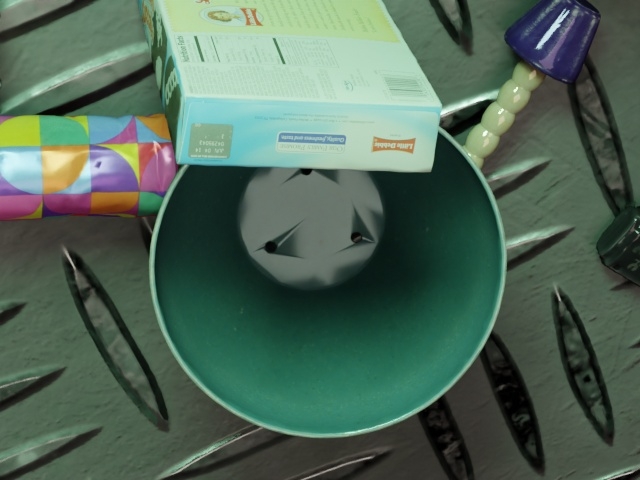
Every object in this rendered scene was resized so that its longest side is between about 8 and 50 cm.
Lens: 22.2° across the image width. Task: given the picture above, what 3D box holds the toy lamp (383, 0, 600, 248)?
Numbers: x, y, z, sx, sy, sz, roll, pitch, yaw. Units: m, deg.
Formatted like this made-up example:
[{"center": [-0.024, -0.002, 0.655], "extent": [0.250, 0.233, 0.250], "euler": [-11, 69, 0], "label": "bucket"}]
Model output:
[{"center": [0.157, -0.106, 1.484], "extent": [0.080, 0.080, 0.275], "euler": [24, 110, -24], "label": "toy lamp"}]

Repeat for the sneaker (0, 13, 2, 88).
[{"center": [-0.340, -0.216, 1.300], "extent": [0.153, 0.101, 0.268], "euler": [-13, 127, -6], "label": "sneaker"}]

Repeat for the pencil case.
[{"center": [-0.237, -0.063, 1.411], "extent": [0.236, 0.104, 0.104], "euler": [0, 119, -10], "label": "pencil case"}]

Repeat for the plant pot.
[{"center": [0.000, 0.000, 1.409], "extent": [0.290, 0.195, 0.290], "euler": [-1, 104, -4], "label": "plant pot"}]

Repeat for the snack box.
[{"center": [-0.036, -0.153, 1.270], "extent": [0.187, 0.322, 0.060], "euler": [1, 120, -13], "label": "snack box"}]

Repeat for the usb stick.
[{"center": [0.397, 0.050, 1.646], "extent": [0.278, 0.045, 0.077], "euler": [28, 116, -25], "label": "usb stick"}]
